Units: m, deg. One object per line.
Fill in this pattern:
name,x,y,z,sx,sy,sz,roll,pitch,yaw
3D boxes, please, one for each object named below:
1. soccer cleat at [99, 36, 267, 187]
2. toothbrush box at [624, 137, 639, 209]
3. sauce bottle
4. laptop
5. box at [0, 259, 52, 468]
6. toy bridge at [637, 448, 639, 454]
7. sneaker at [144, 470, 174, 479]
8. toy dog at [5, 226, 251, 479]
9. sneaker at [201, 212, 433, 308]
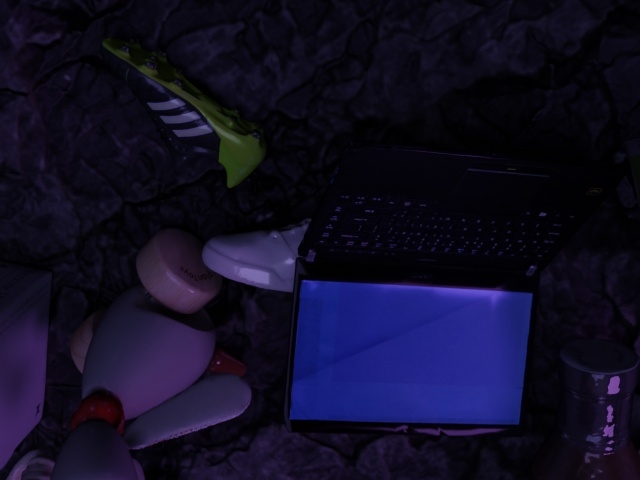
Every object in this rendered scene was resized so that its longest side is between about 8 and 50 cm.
soccer cleat,-0.132,-0.115,1.006,0.179,0.060,0.072,36,114,-5
toothbrush box,0.321,0.037,0.843,0.122,0.283,0.206,-14,106,17
sauce bottle,0.246,0.258,1.024,0.111,0.111,0.344,5,113,10
laptop,0.105,0.052,0.924,0.234,0.136,0.264,3,149,-16
box,-0.353,0.128,1.070,0.119,0.181,0.182,12,111,7
toy bridge,0.341,0.158,0.994,0.188,0.026,0.063,-47,67,40
sneaker,-0.160,0.290,1.139,0.235,0.084,0.097,15,110,6
toy dog,-0.143,0.150,0.992,0.161,0.333,0.220,33,139,-19
sneaker,0.000,0.000,1.015,0.212,0.080,0.094,7,104,-2
